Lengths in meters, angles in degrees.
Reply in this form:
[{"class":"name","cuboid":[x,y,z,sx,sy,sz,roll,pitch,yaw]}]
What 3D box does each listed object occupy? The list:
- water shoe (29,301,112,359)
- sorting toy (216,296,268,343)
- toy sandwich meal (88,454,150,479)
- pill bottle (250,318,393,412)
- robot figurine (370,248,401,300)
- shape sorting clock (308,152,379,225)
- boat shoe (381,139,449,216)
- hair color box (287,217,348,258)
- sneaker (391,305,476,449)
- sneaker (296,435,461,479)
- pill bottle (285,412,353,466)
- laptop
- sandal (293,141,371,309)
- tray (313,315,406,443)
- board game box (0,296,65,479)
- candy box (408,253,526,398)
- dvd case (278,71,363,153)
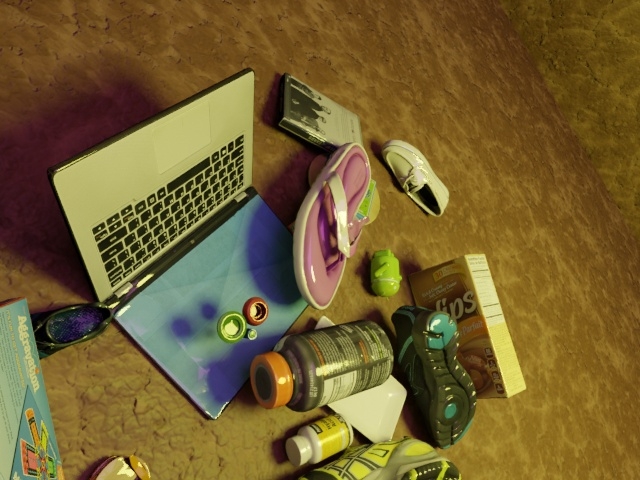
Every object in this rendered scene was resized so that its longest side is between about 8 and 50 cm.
[{"class":"water shoe","cuboid":[-0.387,0.126,0.589,0.203,0.080,0.073,-23,86,-41]},{"class":"sorting toy","cuboid":[-0.132,0.136,0.733,0.102,0.042,0.061,-27,100,-37]},{"class":"toy sandwich meal","cuboid":[-0.278,0.341,0.617,0.085,0.029,0.086,16,62,-32]},{"class":"pill bottle","cuboid":[0.002,0.221,0.778,0.245,0.130,0.130,-3,73,-38]},{"class":"robot figurine","cuboid":[0.151,0.081,1.034,0.101,0.067,0.115,44,42,-54]},{"class":"shape sorting clock","cuboid":[0.059,-0.124,1.067,0.206,0.040,0.206,15,59,-27]},{"class":"boat shoe","cuboid":[0.263,-0.168,1.209,0.258,0.095,0.084,38,48,-18]},{"class":"hair color box","cuboid":[0.000,0.000,0.968,0.141,0.043,0.072,51,50,-8]},{"class":"sneaker","cuboid":[0.249,0.297,0.980,0.125,0.139,0.341,-19,106,-27]},{"class":"sneaker","cuboid":[0.049,0.447,0.768,0.384,0.147,0.145,-1,96,-20]},{"class":"pill bottle","cuboid":[-0.003,0.362,0.797,0.116,0.065,0.065,-7,76,-40]},{"class":"laptop","cuboid":[-0.150,0.002,0.734,0.236,0.408,0.382,28,48,16]},{"class":"sandal","cuboid":[0.047,-0.059,0.903,0.169,0.102,0.416,48,46,-39]},{"class":"tray","cuboid":[0.061,0.293,0.900,0.270,0.030,0.145,44,50,-15]},{"class":"board game box","cuboid":[-0.352,0.216,0.492,0.027,0.145,0.281,-8,96,-4]},{"class":"candy box","cuboid":[0.339,0.208,1.049,0.087,0.183,0.317,-2,73,-39]},{"class":"dvd case","cuboid":[0.006,-0.297,1.086,0.238,0.029,0.179,23,47,-29]}]
